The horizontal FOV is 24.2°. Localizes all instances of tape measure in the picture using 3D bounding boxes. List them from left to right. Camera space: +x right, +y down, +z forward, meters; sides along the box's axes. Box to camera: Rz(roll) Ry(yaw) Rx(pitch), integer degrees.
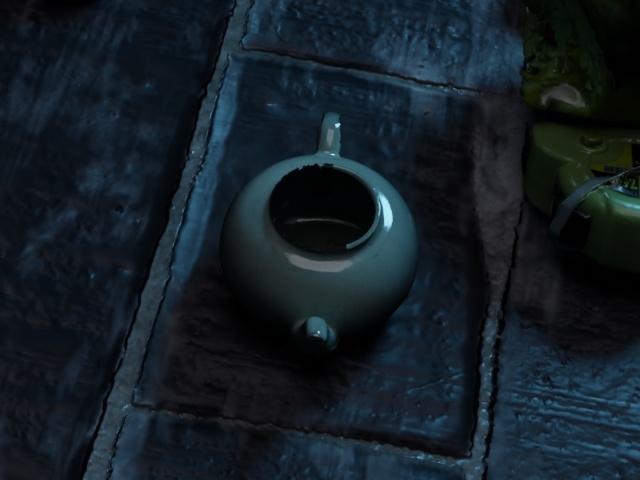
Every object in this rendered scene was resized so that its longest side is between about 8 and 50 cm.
[{"bbox_3d":[0.309,-0.041,1.496,0.200,0.106,0.175,5,40,-3],"label":"tape measure"}]

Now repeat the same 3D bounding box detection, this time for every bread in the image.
[{"bbox_3d":[0.383,-0.224,1.547,0.377,0.208,0.251,2,47,-16],"label":"bread"}]

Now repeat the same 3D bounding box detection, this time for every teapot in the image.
[{"bbox_3d":[0.000,0.000,1.431,0.193,0.129,0.294,5,56,-1],"label":"teapot"}]
